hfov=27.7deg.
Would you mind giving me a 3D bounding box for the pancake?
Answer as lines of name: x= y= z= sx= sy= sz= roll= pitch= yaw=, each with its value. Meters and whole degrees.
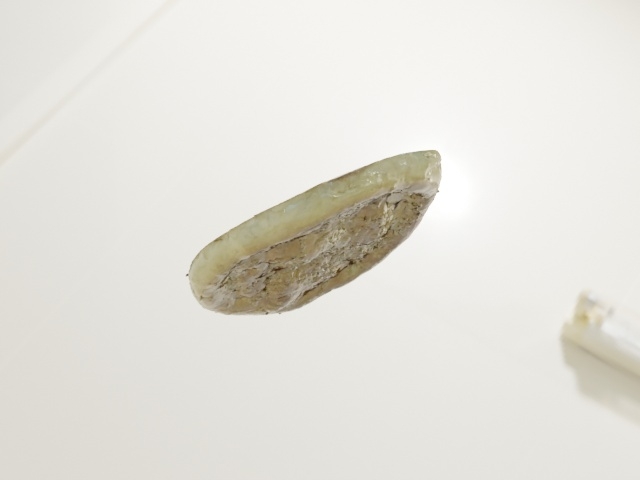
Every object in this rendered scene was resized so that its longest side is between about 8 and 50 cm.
pancake: x=0.000 y=0.000 z=0.686 sx=0.028 sy=0.158 sz=0.158 roll=63 pitch=-26 yaw=16
